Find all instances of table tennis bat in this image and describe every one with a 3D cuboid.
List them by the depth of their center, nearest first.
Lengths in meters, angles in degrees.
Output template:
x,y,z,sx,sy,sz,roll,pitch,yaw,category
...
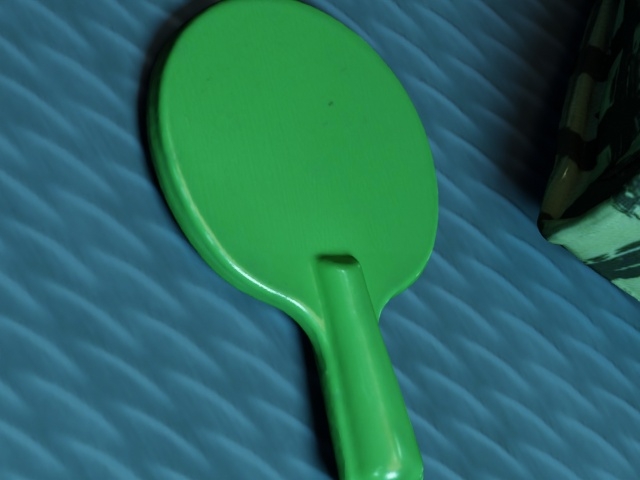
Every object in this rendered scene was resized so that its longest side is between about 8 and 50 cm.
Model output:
x,y,z,sx,sy,sz,roll,pitch,yaw,category
0.000,0.000,0.901,0.160,0.039,0.257,-1,67,-36,table tennis bat

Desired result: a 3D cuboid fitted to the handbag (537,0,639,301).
x,y,z,sx,sy,sz,roll,pitch,yaw,category
0.289,-0.056,1.048,0.325,0.162,0.327,35,49,-21,handbag
